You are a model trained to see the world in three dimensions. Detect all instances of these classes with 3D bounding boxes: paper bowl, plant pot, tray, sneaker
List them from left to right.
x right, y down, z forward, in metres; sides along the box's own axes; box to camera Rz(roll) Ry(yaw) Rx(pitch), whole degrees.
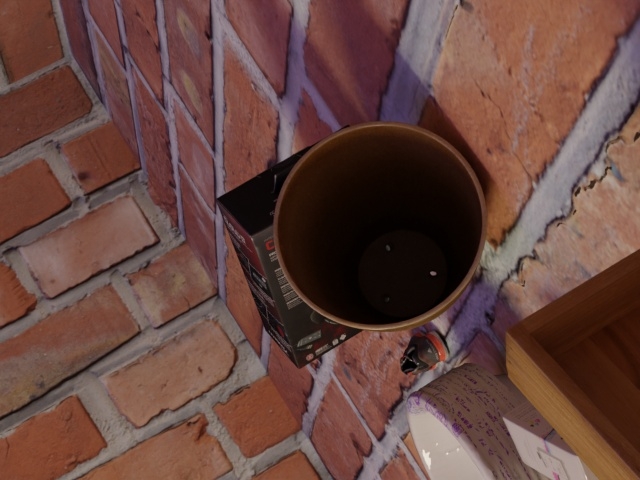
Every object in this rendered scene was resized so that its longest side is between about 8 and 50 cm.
[{"bbox_3d":[0.083,0.012,1.498,0.237,0.237,0.254,56,179,17],"label":"plant pot"},{"bbox_3d":[0.141,0.174,1.888,0.061,0.065,0.158,58,166,9],"label":"sneaker"},{"bbox_3d":[0.239,0.282,1.580,0.284,0.148,0.284,55,166,21],"label":"paper bowl"},{"bbox_3d":[0.335,0.169,0.883,0.411,0.202,0.076,51,163,35],"label":"tray"}]

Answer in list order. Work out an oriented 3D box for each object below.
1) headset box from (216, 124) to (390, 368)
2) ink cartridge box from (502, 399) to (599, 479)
[{"bbox_3d":[0.000,0.000,1.724,0.110,0.218,0.293,45,159,46],"label":"headset box"},{"bbox_3d":[0.291,0.204,1.304,0.067,0.115,0.198,65,165,-16],"label":"ink cartridge box"}]
